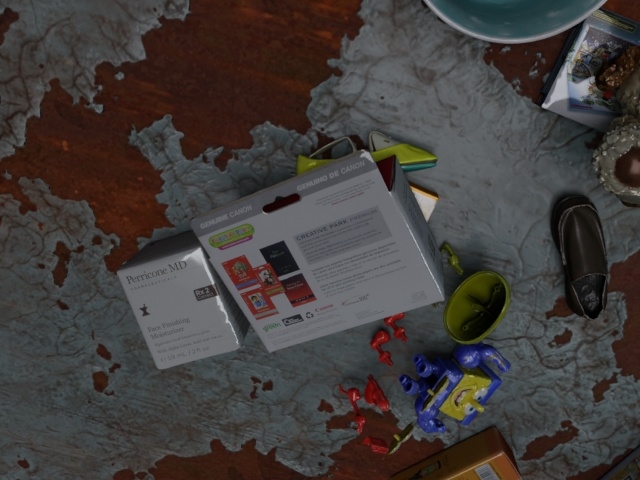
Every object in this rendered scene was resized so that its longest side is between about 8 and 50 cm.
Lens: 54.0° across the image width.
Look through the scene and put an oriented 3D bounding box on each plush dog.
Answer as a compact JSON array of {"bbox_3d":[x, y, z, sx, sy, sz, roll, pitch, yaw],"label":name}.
[{"bbox_3d":[0.490,-0.161,0.875,0.262,0.210,0.226,6,91,1],"label":"plush dog"}]

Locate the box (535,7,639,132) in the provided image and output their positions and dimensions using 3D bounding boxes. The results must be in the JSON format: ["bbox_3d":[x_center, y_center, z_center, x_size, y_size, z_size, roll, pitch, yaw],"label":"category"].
[{"bbox_3d":[0.471,-0.236,0.951,0.233,0.044,0.159,21,109,-2],"label":"box"}]

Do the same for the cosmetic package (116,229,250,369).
[{"bbox_3d":[-0.218,0.089,1.059,0.151,0.151,0.184,-17,106,9],"label":"cosmetic package"}]

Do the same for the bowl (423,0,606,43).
[{"bbox_3d":[0.255,-0.430,0.845,0.311,0.163,0.312,2,109,5],"label":"bowl"}]

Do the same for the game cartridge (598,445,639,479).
[{"bbox_3d":[0.567,0.461,1.089,0.062,0.198,0.297,39,106,-3],"label":"game cartridge"}]

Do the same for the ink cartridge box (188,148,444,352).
[{"bbox_3d":[0.000,0.000,0.978,0.309,0.130,0.272,-19,117,19],"label":"ink cartridge box"}]

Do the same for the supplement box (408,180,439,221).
[{"bbox_3d":[0.148,-0.043,1.046,0.062,0.036,0.098,23,108,-3],"label":"supplement box"}]

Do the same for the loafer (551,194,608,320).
[{"bbox_3d":[0.435,0.032,1.023,0.080,0.078,0.220,-15,106,9],"label":"loafer"}]

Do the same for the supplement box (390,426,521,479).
[{"bbox_3d":[0.248,0.445,1.175,0.233,0.078,0.080,-30,106,14],"label":"supplement box"}]

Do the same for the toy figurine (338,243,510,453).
[{"bbox_3d":[0.231,0.214,1.098,0.217,0.191,0.363,25,103,-35],"label":"toy figurine"}]

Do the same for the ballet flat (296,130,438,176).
[{"bbox_3d":[0.069,-0.133,1.008,0.230,0.077,0.077,-11,90,10],"label":"ballet flat"}]
